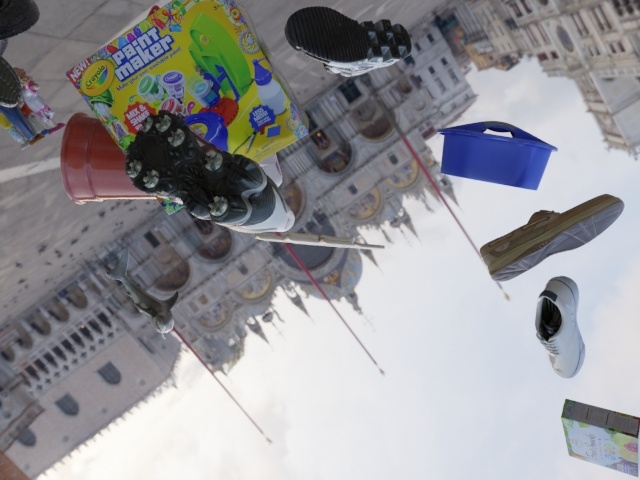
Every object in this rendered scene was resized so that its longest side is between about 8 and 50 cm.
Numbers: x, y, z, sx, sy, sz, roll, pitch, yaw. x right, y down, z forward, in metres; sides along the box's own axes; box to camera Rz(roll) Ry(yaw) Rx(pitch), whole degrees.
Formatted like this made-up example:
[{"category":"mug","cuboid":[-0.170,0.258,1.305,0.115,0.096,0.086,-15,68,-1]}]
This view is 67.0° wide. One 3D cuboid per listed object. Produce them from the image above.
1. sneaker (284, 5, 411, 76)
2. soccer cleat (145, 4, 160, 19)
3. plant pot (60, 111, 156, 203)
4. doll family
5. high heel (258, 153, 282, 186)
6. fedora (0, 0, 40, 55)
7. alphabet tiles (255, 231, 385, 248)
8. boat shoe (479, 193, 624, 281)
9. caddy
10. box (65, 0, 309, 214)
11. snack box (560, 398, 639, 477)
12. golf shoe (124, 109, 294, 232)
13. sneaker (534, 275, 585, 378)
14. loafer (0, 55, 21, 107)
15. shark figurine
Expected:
[{"category":"sneaker","cuboid":[0.043,-0.420,1.078,0.330,0.123,0.146,-8,176,-38]},{"category":"soccer cleat","cuboid":[-0.325,-0.403,0.912,0.029,0.035,0.083,-15,131,-58]},{"category":"plant pot","cuboid":[-0.581,-0.232,1.447,0.265,0.272,0.272,5,-167,-4]},{"category":"doll family","cuboid":[-0.654,-0.276,1.011,0.118,0.163,0.263,-45,-150,-26]},{"category":"high heel","cuboid":[-0.198,-0.273,1.538,0.127,0.181,0.377,-14,166,-17]},{"category":"fedora","cuboid":[-0.618,-0.314,0.757,0.334,0.334,0.152,-50,166,-48]},{"category":"alphabet tiles","cuboid":[0.000,0.000,1.095,0.277,0.021,0.284,4,179,1]},{"category":"boat shoe","cuboid":[0.551,-0.026,1.182,0.341,0.121,0.110,-32,-130,22]},{"category":"caddy","cuboid":[0.507,-0.260,1.422,0.341,0.179,0.241,12,-168,11]},{"category":"box","cuboid":[-0.213,-0.251,0.859,0.290,0.279,0.177,-29,-161,10]},{"category":"snack box","cuboid":[0.432,0.304,0.743,0.100,0.141,0.037,6,-130,38]},{"category":"golf shoe","cuboid":[-0.152,-0.078,0.622,0.273,0.120,0.105,33,-89,34]},{"category":"sneaker","cuboid":[0.518,0.205,1.073,0.091,0.258,0.094,-25,-159,-25]},{"category":"loafer","cuboid":[-0.400,-0.195,0.528,0.050,0.056,0.148,4,165,19]},{"category":"shark figurine","cuboid":[-0.456,0.155,1.323,0.116,0.278,0.166,-40,155,-21]}]
